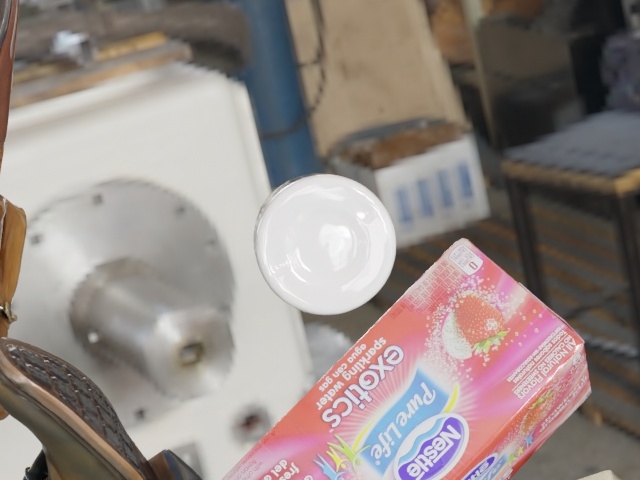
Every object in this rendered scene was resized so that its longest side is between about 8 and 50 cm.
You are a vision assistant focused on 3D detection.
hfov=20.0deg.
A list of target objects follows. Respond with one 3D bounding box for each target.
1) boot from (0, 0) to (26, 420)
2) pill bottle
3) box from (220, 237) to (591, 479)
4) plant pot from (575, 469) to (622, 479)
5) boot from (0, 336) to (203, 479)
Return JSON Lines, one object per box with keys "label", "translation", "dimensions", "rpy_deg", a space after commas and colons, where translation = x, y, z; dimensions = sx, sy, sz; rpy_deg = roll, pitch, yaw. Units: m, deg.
{"label": "boot", "translation": [-0.201, -0.038, 1.075], "dimensions": [0.096, 0.264, 0.280], "rpy_deg": [-1, -12, 5]}
{"label": "pill bottle", "translation": [0.000, 0.000, 1.046], "dimensions": [0.078, 0.078, 0.137], "rpy_deg": [-14, 2, -2]}
{"label": "box", "translation": [0.062, 0.141, 1.283], "dimensions": [0.257, 0.128, 0.122], "rpy_deg": [-45, 68, -8]}
{"label": "plant pot", "translation": [0.246, 0.286, 1.702], "dimensions": [0.109, 0.096, 0.109], "rpy_deg": [-22, -26, 15]}
{"label": "boot", "translation": [-0.152, 0.150, 1.089], "dimensions": [0.106, 0.219, 0.082], "rpy_deg": [-39, 37, 5]}
